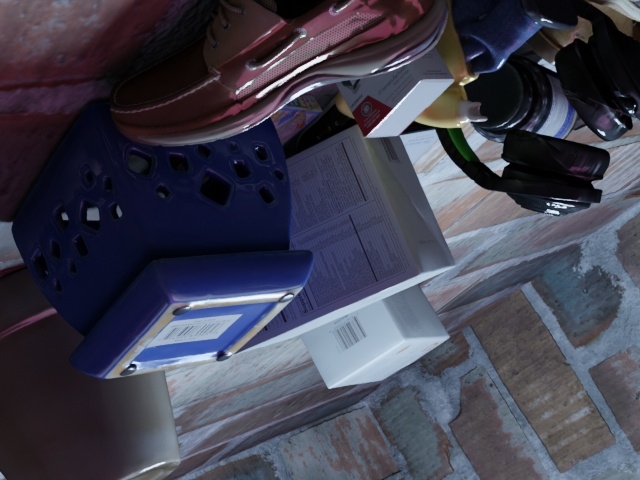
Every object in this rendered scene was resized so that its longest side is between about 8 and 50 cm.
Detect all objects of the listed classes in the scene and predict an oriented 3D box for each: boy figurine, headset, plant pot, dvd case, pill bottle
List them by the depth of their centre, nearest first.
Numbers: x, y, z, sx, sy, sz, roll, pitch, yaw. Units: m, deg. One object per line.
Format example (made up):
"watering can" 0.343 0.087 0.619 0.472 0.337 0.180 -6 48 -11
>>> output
"plant pot" -0.160 0.009 1.063 0.236 0.212 0.236 -3 151 -42
"boy figurine" 0.131 -0.192 1.068 0.092 0.177 0.285 6 150 -42
"headset" 0.291 -0.131 1.142 0.243 0.394 0.185 -59 157 17
"plant pot" -0.329 0.213 1.331 0.323 0.280 0.323 -27 165 -8
"pill bottle" 0.276 -0.194 1.409 0.122 0.123 0.219 -37 162 25
"dvd case" 0.068 -0.100 1.522 0.180 0.022 0.253 -15 159 -42

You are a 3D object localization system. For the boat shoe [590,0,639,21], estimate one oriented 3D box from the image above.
"boat shoe" 0.375 -0.333 1.196 0.285 0.103 0.092 -3 155 -47

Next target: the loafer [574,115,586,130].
"loafer" 0.408 -0.219 1.674 0.220 0.080 0.078 -19 172 -18

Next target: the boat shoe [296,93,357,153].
"boat shoe" 0.012 -0.139 1.272 0.049 0.042 0.133 -19 163 -42

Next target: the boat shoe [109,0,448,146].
"boat shoe" -0.051 -0.190 0.909 0.324 0.123 0.116 -22 131 6

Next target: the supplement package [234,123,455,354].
"supplement package" 0.000 0.000 1.292 0.262 0.198 0.199 -25 173 19

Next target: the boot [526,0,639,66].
"boot" 0.410 -0.295 1.381 0.305 0.112 0.115 -8 143 -48

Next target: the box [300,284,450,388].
"box" 0.129 0.214 2.340 0.215 0.168 0.345 -35 163 17

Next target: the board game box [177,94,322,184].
"board game box" -0.083 -0.120 1.186 0.154 0.026 0.103 -38 162 28

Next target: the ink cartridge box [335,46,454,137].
"ink cartridge box" 0.060 -0.188 1.026 0.056 0.135 0.099 -9 155 -44
